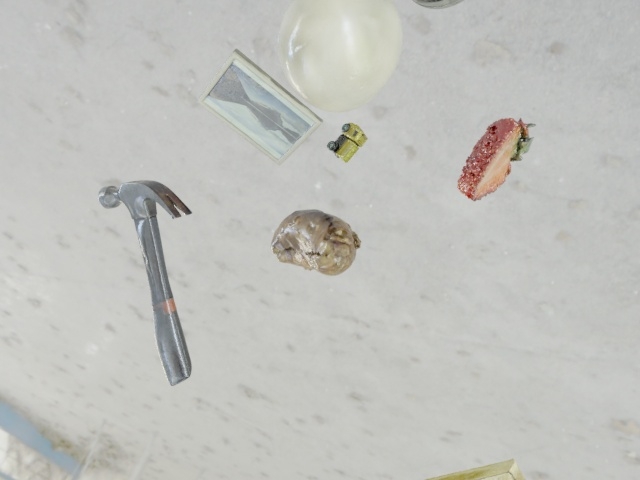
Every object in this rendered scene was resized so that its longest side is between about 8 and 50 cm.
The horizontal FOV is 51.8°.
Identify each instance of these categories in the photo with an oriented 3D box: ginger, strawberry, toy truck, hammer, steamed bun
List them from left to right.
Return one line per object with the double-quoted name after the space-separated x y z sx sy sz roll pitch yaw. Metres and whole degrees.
-0.218 0.059 0.908 0.137 0.037 0.289 -6 100 32 "hammer"
0.000 0.000 1.619 0.165 0.172 0.321 60 159 -17 "ginger"
0.059 -0.463 1.575 0.206 0.324 0.324 34 158 39 "steamed bun"
0.063 -0.218 1.461 0.054 0.083 0.049 43 -175 36 "toy truck"
0.428 -0.214 1.667 0.106 0.286 0.188 32 145 29 "strawberry"

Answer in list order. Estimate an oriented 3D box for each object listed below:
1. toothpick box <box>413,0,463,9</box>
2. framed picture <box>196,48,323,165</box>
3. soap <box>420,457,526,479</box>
0.214 -0.644 1.335 0.229 0.228 0.316 4 171 32 "toothpick box"
-0.115 -0.242 1.226 0.203 0.015 0.150 38 135 -15 "framed picture"
0.163 0.349 0.838 0.252 0.037 0.092 -31 87 37 "soap"
